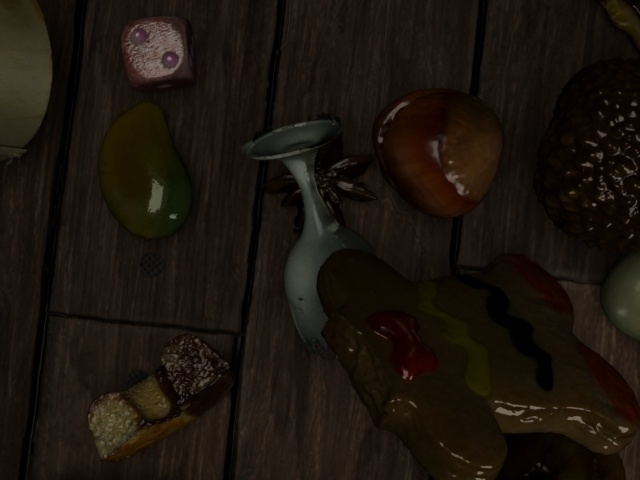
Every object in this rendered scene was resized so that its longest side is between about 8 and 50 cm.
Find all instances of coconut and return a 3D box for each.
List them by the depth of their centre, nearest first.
[{"bbox_3d":[-0.508,-0.239,1.861,0.323,0.323,0.322,0,87,4],"label":"coconut"}]

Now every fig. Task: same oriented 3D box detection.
[{"bbox_3d":[0.303,0.288,1.775,0.191,0.290,0.190,-2,63,4],"label":"fig"}]

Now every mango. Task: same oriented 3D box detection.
[{"bbox_3d":[-0.247,-0.091,1.929,0.122,0.085,0.191,-25,76,13],"label":"mango"}]

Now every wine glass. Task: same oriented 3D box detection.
[{"bbox_3d":[0.000,0.000,1.836,0.143,0.143,0.321,-16,109,3],"label":"wine glass"}]

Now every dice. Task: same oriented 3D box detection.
[{"bbox_3d":[-0.223,-0.259,1.927,0.094,0.093,0.091,-9,86,2],"label":"dice"}]

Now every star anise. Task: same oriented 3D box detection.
[{"bbox_3d":[-0.001,-0.082,1.919,0.168,0.057,0.167,0,89,5],"label":"star anise"}]

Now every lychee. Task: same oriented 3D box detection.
[{"bbox_3d":[0.408,-0.103,1.782,0.268,0.267,0.267,0,87,4],"label":"lychee"}]

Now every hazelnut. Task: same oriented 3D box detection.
[{"bbox_3d":[0.162,-0.124,1.863,0.182,0.182,0.182,0,87,4],"label":"hazelnut"}]

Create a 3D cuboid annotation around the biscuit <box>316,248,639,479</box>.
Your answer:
[{"bbox_3d":[0.202,0.140,1.704,0.076,0.394,0.368,-62,40,34],"label":"biscuit"}]

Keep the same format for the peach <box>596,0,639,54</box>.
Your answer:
[{"bbox_3d":[0.522,-0.344,1.755,0.353,0.339,0.416,3,92,5],"label":"peach"}]

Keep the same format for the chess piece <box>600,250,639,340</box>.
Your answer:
[{"bbox_3d":[0.520,0.130,1.821,0.330,0.182,0.182,37,90,10],"label":"chess piece"}]

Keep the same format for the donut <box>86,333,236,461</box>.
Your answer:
[{"bbox_3d":[-0.216,0.211,1.883,0.217,0.141,0.085,-36,75,1],"label":"donut"}]
